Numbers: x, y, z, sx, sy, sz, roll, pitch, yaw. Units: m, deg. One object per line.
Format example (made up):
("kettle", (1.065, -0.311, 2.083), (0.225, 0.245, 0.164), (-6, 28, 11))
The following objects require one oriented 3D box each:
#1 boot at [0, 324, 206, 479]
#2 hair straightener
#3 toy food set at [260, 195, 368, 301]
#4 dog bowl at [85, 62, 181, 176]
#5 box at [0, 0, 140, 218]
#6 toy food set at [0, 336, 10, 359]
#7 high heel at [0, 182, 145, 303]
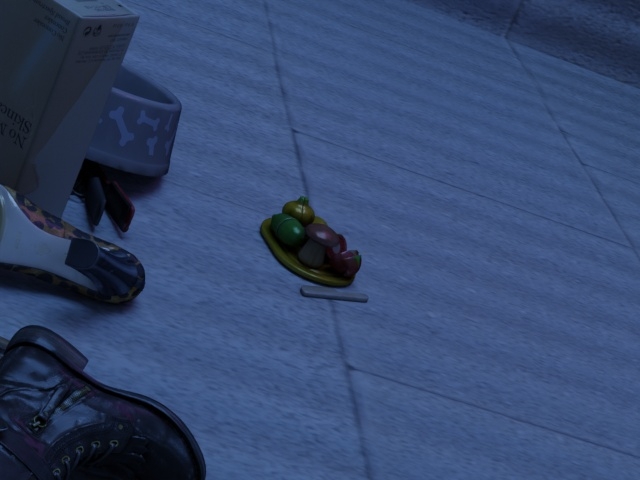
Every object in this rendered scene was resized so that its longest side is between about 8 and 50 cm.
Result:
("boot", (-0.250, 0.216, 1.528), (0.263, 0.091, 0.229), (36, 34, -6))
("hair straightener", (-0.319, -0.084, 2.178), (0.089, 0.047, 0.230), (13, 24, -28))
("toy food set", (0.000, 0.000, 2.284), (0.128, 0.071, 0.218), (11, 25, -30))
("dog bowl", (-0.354, -0.214, 2.292), (0.349, 0.102, 0.349), (26, 10, -5))
("box", (-0.357, -0.170, 1.979), (0.148, 0.311, 0.121), (33, 23, 22))
("toy food set", (-0.379, 0.126, 1.660), (0.132, 0.038, 0.192), (26, 10, -11))
("high heel", (-0.340, 0.006, 1.936), (0.261, 0.093, 0.186), (21, -8, 19))
